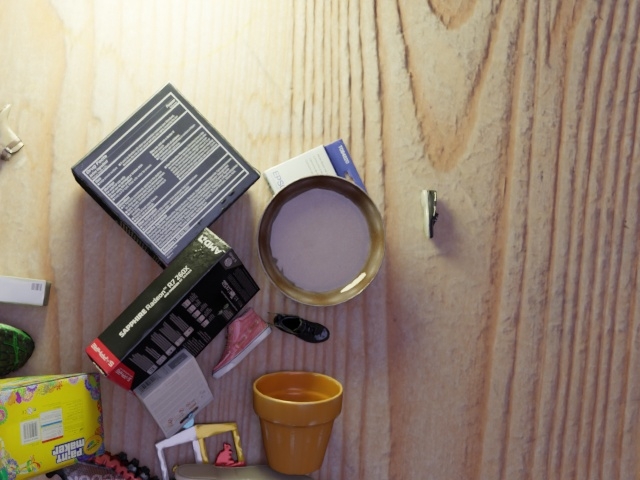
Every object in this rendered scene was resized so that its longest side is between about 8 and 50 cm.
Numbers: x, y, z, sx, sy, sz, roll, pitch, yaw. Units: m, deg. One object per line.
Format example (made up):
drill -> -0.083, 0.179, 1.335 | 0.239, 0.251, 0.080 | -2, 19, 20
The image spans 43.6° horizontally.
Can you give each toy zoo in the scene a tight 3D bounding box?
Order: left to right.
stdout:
toy zoo -> -0.266, 0.541, 1.844 | 0.192, 0.030, 0.293 | -12, 88, -13

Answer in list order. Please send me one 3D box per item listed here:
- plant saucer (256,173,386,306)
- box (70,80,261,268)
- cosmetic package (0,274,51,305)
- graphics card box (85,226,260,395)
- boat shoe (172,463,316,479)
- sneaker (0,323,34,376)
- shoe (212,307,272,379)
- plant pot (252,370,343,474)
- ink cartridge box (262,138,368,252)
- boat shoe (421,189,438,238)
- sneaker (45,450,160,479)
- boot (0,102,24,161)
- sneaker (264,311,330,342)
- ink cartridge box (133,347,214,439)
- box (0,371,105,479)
plant saucer -> 0.000, 0.000, 1.892 | 0.310, 0.050, 0.311 | 0, 91, -13
box -> -0.346, -0.141, 1.807 | 0.296, 0.182, 0.294 | -45, 97, -13
cosmetic package -> -0.722, 0.104, 1.752 | 0.238, 0.099, 0.061 | 7, 86, -11
graphics card box -> -0.314, 0.171, 1.761 | 0.094, 0.233, 0.371 | 38, 78, 28
boat shoe -> -0.168, 0.569, 1.800 | 0.335, 0.112, 0.096 | 7, 101, -6
sneaker -> -0.786, 0.195, 1.713 | 0.343, 0.146, 0.134 | 16, 109, -27
shoe -> -0.202, 0.238, 1.870 | 0.178, 0.063, 0.081 | -42, 93, -17
plant pot -> -0.055, 0.420, 1.826 | 0.205, 0.205, 0.188 | 1, 100, -12
ink cartridge box -> 0.005, -0.112, 1.948 | 0.223, 0.045, 0.223 | -27, 91, -13
boat shoe -> 0.277, -0.066, 2.003 | 0.038, 0.046, 0.125 | -2, 78, -7
sneaker -> -0.485, 0.526, 1.767 | 0.276, 0.097, 0.135 | 29, 80, -6
boot -> -0.711, -0.242, 1.816 | 0.087, 0.042, 0.118 | 38, 80, -13
sneaker -> -0.052, 0.205, 1.887 | 0.170, 0.089, 0.051 | 19, 82, -9
ink cartridge box -> -0.322, 0.342, 1.781 | 0.145, 0.179, 0.045 | -40, 54, -23
box -> -0.637, 0.371, 1.597 | 0.279, 0.290, 0.177 | -7, 86, 25
